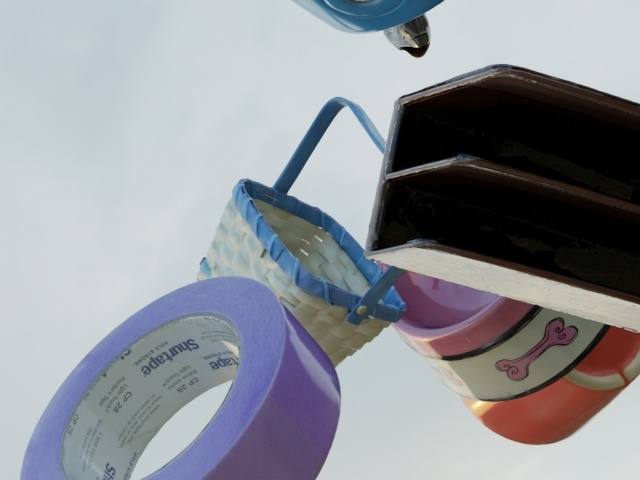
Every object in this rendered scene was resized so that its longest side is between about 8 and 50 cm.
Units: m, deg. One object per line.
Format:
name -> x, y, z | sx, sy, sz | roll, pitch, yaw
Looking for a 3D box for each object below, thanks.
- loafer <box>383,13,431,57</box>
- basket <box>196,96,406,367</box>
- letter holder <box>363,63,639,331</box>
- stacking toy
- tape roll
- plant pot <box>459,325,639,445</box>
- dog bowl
loafer -> 0.123, -0.278, 1.723 | 0.062, 0.061, 0.170 | -21, -3, 5
basket -> 0.000, 0.000, 1.490 | 0.201, 0.255, 0.289 | 16, -62, -39
letter holder -> 0.226, -0.027, 1.073 | 0.302, 0.152, 0.214 | 15, -9, -20
stacking toy -> 0.047, -0.396, 1.370 | 0.175, 0.302, 0.166 | -16, -29, 35
tape roll -> -0.120, 0.160, 1.063 | 0.275, 0.275, 0.090 | -38, -59, -1
plant pot -> 0.367, 0.161, 1.923 | 0.275, 0.275, 0.243 | -26, -11, -22
dog bowl -> 0.245, 0.013, 1.775 | 0.150, 0.408, 0.408 | 31, -71, -32
